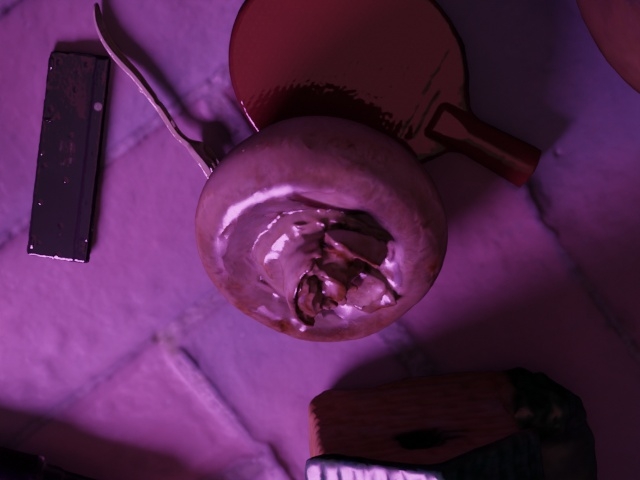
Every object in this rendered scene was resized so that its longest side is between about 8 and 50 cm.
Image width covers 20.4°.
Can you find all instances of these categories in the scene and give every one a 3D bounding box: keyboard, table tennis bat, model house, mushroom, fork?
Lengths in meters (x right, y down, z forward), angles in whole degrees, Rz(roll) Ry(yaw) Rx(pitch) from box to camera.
[{"bbox_3d":[-0.231,-0.077,1.641,0.060,0.018,0.196,9,101,1],"label":"keyboard"},{"bbox_3d":[0.062,-0.137,1.640,0.310,0.038,0.200,28,101,-10],"label":"table tennis bat"},{"bbox_3d":[0.132,0.339,1.597,0.334,0.342,0.382,-8,103,-2],"label":"model house"},{"bbox_3d":[0.000,0.000,1.584,0.226,0.178,0.226,3,138,3],"label":"mushroom"},{"bbox_3d":[-0.145,-0.125,1.633,0.028,0.034,0.219,-25,103,28],"label":"fork"}]

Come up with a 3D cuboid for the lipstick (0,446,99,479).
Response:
[{"bbox_3d":[-0.263,0.244,1.674,0.299,0.081,0.081,16,101,-7],"label":"lipstick"}]

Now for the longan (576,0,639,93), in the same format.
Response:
[{"bbox_3d":[0.396,-0.257,1.507,0.360,0.361,0.361,-1,102,-5],"label":"longan"}]
